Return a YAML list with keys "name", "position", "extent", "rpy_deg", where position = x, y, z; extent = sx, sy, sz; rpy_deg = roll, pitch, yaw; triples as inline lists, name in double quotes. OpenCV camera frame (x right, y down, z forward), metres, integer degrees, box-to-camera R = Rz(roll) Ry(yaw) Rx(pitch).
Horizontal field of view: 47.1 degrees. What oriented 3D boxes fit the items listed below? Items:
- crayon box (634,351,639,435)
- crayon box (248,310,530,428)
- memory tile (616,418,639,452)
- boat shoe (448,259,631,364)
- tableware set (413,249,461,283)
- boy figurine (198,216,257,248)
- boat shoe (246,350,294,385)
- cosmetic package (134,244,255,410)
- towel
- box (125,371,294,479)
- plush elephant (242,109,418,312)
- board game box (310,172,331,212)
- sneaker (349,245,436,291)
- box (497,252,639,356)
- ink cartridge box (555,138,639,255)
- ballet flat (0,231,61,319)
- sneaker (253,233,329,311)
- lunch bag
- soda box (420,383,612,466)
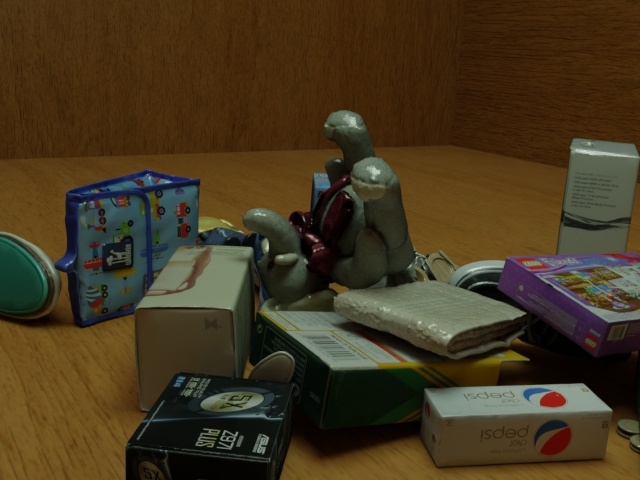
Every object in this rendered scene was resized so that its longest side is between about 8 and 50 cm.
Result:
- name: "crayon box"
  position: [0.499, 0.202, 0.943]
  extent: [0.165, 0.081, 0.278]
  rpy_deg: [6, 9, 21]
- name: "crayon box"
  position: [0.093, 0.166, 0.997]
  extent: [0.323, 0.083, 0.203]
  rpy_deg: [3, 12, -31]
- name: "memory tile"
  position: [0.461, 0.257, 0.920]
  extent: [0.148, 0.012, 0.113]
  rpy_deg: [2, 14, -2]
- name: "boat shoe"
  position: [0.350, 0.123, 1.169]
  extent: [0.301, 0.108, 0.102]
  rpy_deg: [22, 22, -6]
- name: "tableware set"
  position: [0.213, 0.090, 1.306]
  extent: [0.168, 0.020, 0.141]
  rpy_deg: [-18, 67, -39]
- name: "boy figurine"
  position: [-0.263, -0.006, 1.619]
  extent: [0.285, 0.092, 0.177]
  rpy_deg: [16, 19, 42]
- name: "boat shoe"
  position: [-0.069, 0.179, 0.909]
  extent: [0.046, 0.125, 0.038]
  rpy_deg: [33, 23, 3]
- name: "cosmetic package"
  position: [-0.170, 0.115, 1.063]
  extent: [0.129, 0.153, 0.296]
  rpy_deg: [1, 13, -1]
- name: "towel"
  position: [0.166, 0.106, 1.032]
  extent: [0.187, 0.049, 0.282]
  rpy_deg: [16, 10, 37]
- name: "box"
  position: [-0.114, 0.221, 0.808]
  extent: [0.147, 0.077, 0.180]
  rpy_deg: [5, 15, 6]
- name: "plush elephant"
  position: [0.000, 0.000, 1.139]
  extent: [0.255, 0.330, 0.272]
  rpy_deg: [-20, 37, 1]
- name: "board game box"
  position: [-0.003, -0.019, 1.479]
  extent: [0.039, 0.211, 0.160]
  rpy_deg: [2, 15, -2]
- name: "sneaker"
  position: [0.192, 0.069, 1.375]
  extent: [0.281, 0.115, 0.105]
  rpy_deg: [-2, 15, -18]
- name: "box"
  position: [0.439, 0.086, 1.084]
  extent: [0.293, 0.057, 0.201]
  rpy_deg: [-1, 24, -29]
- name: "ink cartridge box"
  position: [0.553, -0.039, 1.483]
  extent: [0.129, 0.307, 0.223]
  rpy_deg: [8, 16, 19]
- name: "ballet flat"
  position: [-0.582, 0.050, 1.307]
  extent: [0.400, 0.139, 0.139]
  rpy_deg: [9, 16, 25]
- name: "sneaker"
  position: [-0.061, 0.045, 1.342]
  extent: [0.130, 0.147, 0.330]
  rpy_deg: [-3, 22, -22]
- name: "lunch bag"
  position: [-0.351, 0.008, 1.288]
  extent: [0.138, 0.221, 0.293]
  rpy_deg: [11, 16, 26]
- name: "soda box"
  position: [0.236, 0.223, 0.894]
  extent: [0.216, 0.069, 0.074]
  rpy_deg: [0, 16, -10]
